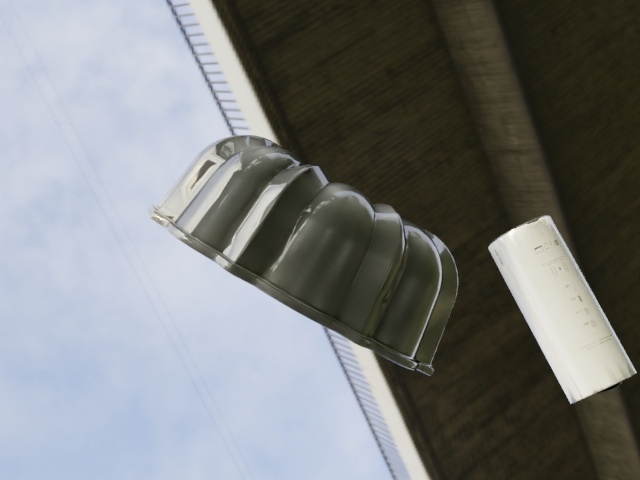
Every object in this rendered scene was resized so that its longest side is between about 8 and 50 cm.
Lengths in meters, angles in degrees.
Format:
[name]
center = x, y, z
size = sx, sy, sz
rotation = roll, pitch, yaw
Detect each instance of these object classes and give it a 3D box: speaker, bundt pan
[speaker]
center = 0.182, 0.052, 0.691
size = 0.055, 0.055, 0.136
rotation = -19, -106, -29
[bundt pan]
center = 0.000, 0.000, 0.923
size = 0.331, 0.331, 0.124
rotation = 30, -90, -33
